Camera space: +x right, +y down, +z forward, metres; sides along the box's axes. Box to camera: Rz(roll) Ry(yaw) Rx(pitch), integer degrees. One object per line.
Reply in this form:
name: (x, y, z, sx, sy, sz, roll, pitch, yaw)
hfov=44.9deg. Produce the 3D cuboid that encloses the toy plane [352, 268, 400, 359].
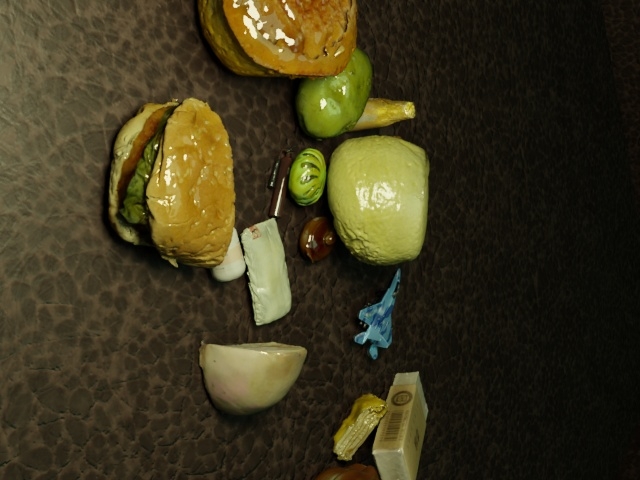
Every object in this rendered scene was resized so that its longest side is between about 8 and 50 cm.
toy plane: (0.158, 0.179, 2.030, 0.169, 0.078, 0.246, 46, 51, -41)

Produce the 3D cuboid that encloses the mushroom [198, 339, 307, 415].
mushroom: (-0.115, 0.297, 1.628, 0.236, 0.173, 0.162, 6, 89, -51)

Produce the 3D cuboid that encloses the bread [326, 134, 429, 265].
bread: (0.134, -0.098, 1.834, 0.320, 0.237, 0.320, 2, 90, -84)

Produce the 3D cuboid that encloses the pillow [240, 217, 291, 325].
pillow: (-0.119, 0.070, 1.707, 0.128, 0.051, 0.229, -31, 116, -54)

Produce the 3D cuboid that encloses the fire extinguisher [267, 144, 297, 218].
fire extinguisher: (-0.093, -0.137, 1.749, 0.049, 0.035, 0.173, 14, 78, -11)

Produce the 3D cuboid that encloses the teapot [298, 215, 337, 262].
teapot: (0.000, 0.000, 1.825, 0.129, 0.078, 0.098, -51, 128, -36)

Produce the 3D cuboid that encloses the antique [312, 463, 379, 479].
antique: (0.039, 0.656, 1.860, 0.278, 0.129, 0.223, -43, 122, -41)

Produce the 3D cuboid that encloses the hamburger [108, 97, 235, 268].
hamburger: (-0.281, -0.088, 1.419, 0.209, 0.162, 0.329, -20, 112, -50)

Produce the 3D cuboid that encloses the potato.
potato: (0.027, -0.343, 1.787, 0.253, 0.149, 0.186, -56, 134, -36)

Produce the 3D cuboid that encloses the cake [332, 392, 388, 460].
cake: (0.085, 0.462, 1.981, 0.080, 0.116, 0.185, 34, 94, -23)

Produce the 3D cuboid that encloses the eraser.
eraser: (0.216, 0.494, 2.023, 0.343, 0.078, 0.144, -60, 138, -61)

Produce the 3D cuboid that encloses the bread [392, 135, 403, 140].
bread: (0.187, -0.209, 2.070, 0.052, 0.044, 0.157, 40, 61, -37)

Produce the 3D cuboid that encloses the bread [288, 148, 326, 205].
bread: (-0.026, -0.141, 1.763, 0.139, 0.071, 0.130, 86, 16, -52)

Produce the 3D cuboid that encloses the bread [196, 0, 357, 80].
bread: (-0.089, -0.474, 1.580, 0.358, 0.204, 0.336, -4, 80, -43)

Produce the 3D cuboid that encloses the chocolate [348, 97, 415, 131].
chocolate: (0.135, -0.305, 1.867, 0.086, 0.219, 0.085, -4, 96, -47)

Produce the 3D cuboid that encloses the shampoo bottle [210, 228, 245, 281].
shampoo bottle: (-0.207, -0.014, 1.577, 0.074, 0.074, 0.192, -32, 116, -45)
